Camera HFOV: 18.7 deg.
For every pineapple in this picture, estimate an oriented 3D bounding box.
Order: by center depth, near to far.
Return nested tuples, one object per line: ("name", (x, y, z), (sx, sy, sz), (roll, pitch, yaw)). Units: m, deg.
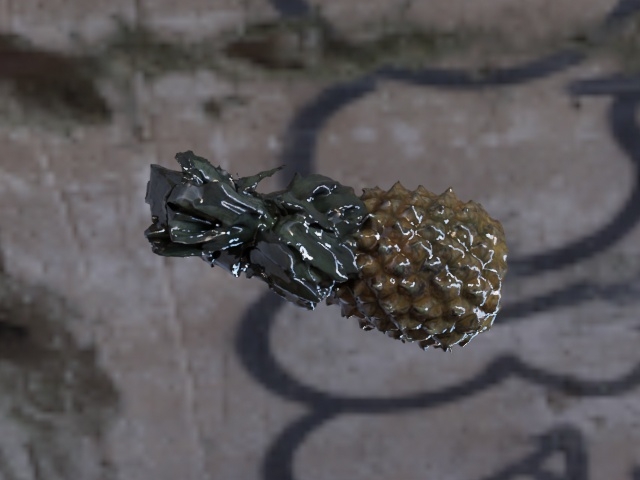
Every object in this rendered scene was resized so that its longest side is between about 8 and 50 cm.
("pineapple", (0.000, 0.000, 0.822), (0.074, 0.159, 0.074), (-39, -135, 53))
